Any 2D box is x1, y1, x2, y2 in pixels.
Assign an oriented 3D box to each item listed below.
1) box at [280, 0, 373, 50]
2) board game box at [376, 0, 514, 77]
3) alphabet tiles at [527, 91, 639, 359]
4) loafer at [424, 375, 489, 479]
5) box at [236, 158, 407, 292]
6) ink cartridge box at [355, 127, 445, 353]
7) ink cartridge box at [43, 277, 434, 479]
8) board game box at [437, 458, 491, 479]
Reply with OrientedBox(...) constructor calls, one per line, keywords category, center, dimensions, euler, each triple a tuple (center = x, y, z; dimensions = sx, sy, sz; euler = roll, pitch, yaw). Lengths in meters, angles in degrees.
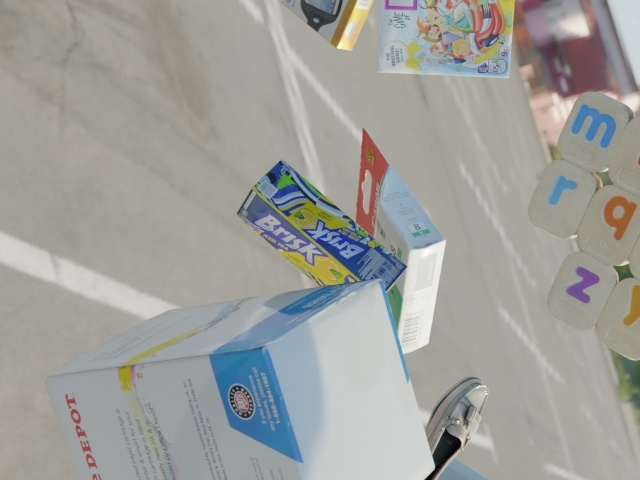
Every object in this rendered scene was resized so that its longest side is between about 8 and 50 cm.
OrientedBox(category="box", center=(0.004, -0.284, 1.414), dimensions=(0.028, 0.081, 0.136), euler=(0, 33, -44))
OrientedBox(category="board game box", center=(0.098, -0.205, 0.951), dimensions=(0.026, 0.103, 0.154), euler=(-76, 168, -79))
OrientedBox(category="alphabet tiles", center=(0.328, -0.020, 1.113), dimensions=(0.021, 0.284, 0.278), euler=(-1, 117, -54))
OrientedBox(category="loafer", center=(0.109, 0.175, 1.072), dimensions=(0.045, 0.125, 0.039), euler=(44, -7, -31))
OrientedBox(category="box", center=(0.000, 0.000, 1.239), dimensions=(0.169, 0.059, 0.054), euler=(41, 55, 3))
OrientedBox(category="ink cartridge box", center=(0.073, -0.001, 1.514), dimensions=(0.181, 0.056, 0.225), euler=(94, -27, -43))
OrientedBox(category="ink cartridge box", center=(-0.064, 0.145, 0.986), dimensions=(0.168, 0.232, 0.171), euler=(-28, 105, -53))
OrientedBox(category="board game box", center=(0.064, 0.364, 1.493), dimensions=(0.097, 0.224, 0.303), euler=(-52, 171, -51))
